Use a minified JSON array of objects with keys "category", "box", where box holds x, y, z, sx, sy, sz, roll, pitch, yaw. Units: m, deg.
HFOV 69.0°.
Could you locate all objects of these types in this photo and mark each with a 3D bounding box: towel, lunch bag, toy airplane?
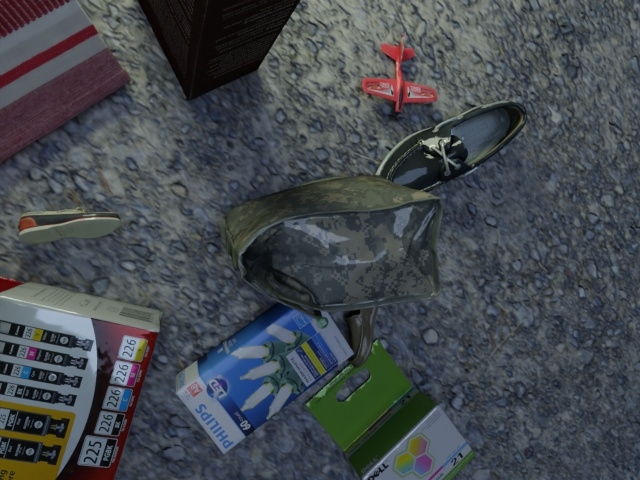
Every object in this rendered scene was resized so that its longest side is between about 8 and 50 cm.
[{"category":"towel","box":[-0.425,-0.275,0.561,0.237,0.037,0.329,-38,138,-13]},{"category":"lunch bag","box":[0.000,0.000,0.692,0.287,0.235,0.169,-7,107,-14]},{"category":"toy airplane","box":[0.138,-0.290,0.829,0.151,0.028,0.151,-1,94,-19]}]

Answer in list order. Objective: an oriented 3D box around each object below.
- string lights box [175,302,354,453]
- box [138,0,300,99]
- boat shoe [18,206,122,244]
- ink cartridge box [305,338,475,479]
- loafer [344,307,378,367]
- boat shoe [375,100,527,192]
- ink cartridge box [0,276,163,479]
[{"category":"string lights box","box":[-0.090,0.205,0.768,0.260,0.077,0.133,-35,104,-12]},{"category":"box","box":[-0.137,-0.321,0.557,0.143,0.381,0.191,-29,102,-16]},{"category":"boat shoe","box":[-0.366,-0.028,0.683,0.137,0.049,0.043,-10,57,-16]},{"category":"ink cartridge box","box":[0.123,0.341,0.834,0.189,0.097,0.255,-39,105,-11]},{"category":"loafer","box":[0.066,0.149,0.827,0.050,0.056,0.148,15,79,-17]},{"category":"boat shoe","box":[0.234,-0.166,0.835,0.302,0.091,0.114,-37,104,-12]},{"category":"ink cartridge box","box":[-0.400,0.227,0.646,0.272,0.130,0.309,16,89,-17]}]
